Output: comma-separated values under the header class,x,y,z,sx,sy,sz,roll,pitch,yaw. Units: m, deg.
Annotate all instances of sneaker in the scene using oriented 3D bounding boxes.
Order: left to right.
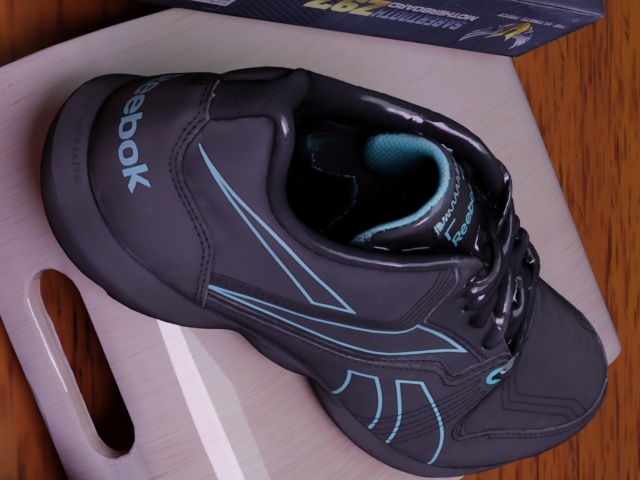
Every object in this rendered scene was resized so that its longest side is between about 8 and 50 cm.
class,x,y,z,sx,sy,sz,roll,pitch,yaw
sneaker,0.031,0.017,0.518,0.267,0.106,0.101,26,59,-39

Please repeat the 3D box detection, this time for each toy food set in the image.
class,x,y,z,sx,sy,sz,roll,pitch,yaw
toy food set,0.000,0.000,0.632,0.306,0.092,0.220,-27,98,-45

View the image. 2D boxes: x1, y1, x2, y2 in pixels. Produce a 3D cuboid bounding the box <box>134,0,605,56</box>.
class,x,y,z,sx,sy,sz,roll,pitch,yaw
box,0.008,-0.177,0.586,0.232,0.059,0.183,0,75,-43
